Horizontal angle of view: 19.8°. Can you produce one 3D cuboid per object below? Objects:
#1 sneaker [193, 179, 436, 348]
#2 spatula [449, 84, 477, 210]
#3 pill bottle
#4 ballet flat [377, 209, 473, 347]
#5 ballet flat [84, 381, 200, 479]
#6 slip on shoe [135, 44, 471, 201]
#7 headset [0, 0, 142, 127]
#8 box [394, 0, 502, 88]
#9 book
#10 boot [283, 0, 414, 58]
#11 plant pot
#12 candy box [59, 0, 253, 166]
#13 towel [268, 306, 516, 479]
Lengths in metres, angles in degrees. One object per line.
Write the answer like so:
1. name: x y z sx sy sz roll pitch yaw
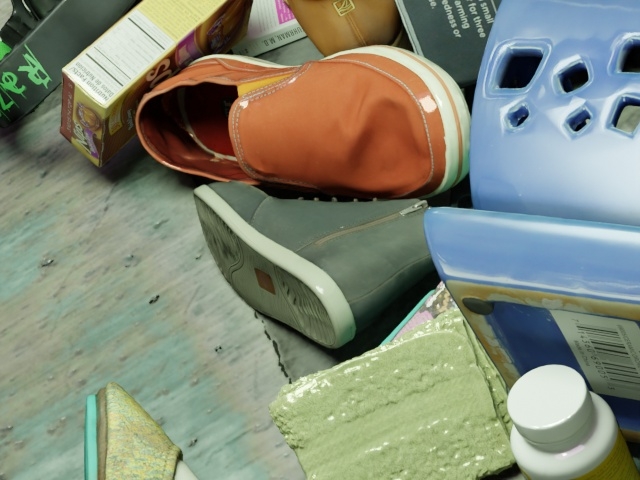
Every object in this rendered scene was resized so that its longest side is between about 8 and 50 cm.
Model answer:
1. sneaker: 0.000 0.000 1.355 0.118 0.083 0.222 -28 37 -21
2. spatula: 0.119 -0.109 1.423 0.084 0.030 0.296 -12 42 16
3. pill bottle: 0.150 0.128 1.088 0.065 0.116 0.065 -16 42 15
4. ballet flat: 0.107 0.043 1.248 0.079 0.077 0.221 29 70 21
5. ballet flat: -0.097 0.231 1.141 0.123 0.123 0.348 -18 40 12
6. slip on shoe: -0.017 -0.083 1.389 0.331 0.123 0.101 10 28 45
7. headset: -0.159 -0.241 1.622 0.243 0.185 0.394 -26 29 53
8. box: 0.235 -0.319 1.407 0.395 0.212 0.293 -17 32 12
9. book: -0.014 -0.219 1.614 0.144 0.035 0.096 -19 44 11
10. boot: -0.015 -0.254 1.475 0.109 0.220 0.283 -24 49 9
11. plant pot: 0.210 -0.005 1.113 0.236 0.236 0.212 8 57 35
12. candy box: -0.133 -0.155 1.509 0.053 0.109 0.187 42 67 10
13. towel: 0.051 0.119 1.181 0.148 0.110 0.027 -25 -4 4
